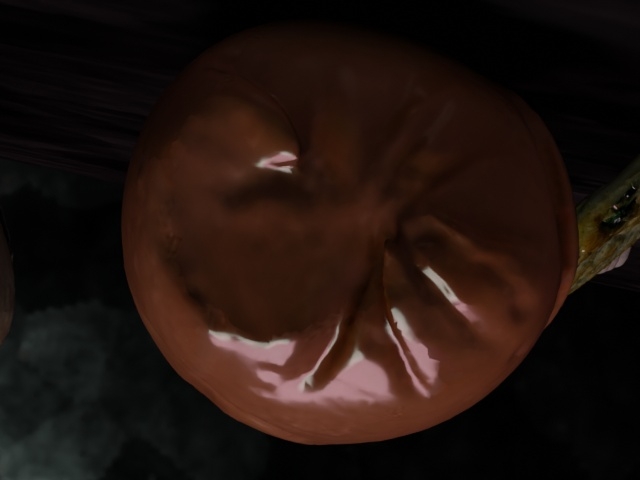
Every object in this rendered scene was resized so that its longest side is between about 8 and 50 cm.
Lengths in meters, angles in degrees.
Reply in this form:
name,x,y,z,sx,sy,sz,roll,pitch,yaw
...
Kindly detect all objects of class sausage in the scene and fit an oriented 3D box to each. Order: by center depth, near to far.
name,x,y,z,sx,sy,sz,roll,pitch,yaw
sausage,0.000,0.000,0.601,0.121,0.121,0.304,12,177,-3

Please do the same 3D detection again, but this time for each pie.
name,x,y,z,sx,sy,sz,roll,pitch,yaw
pie,0.095,-0.007,0.630,0.017,0.085,0.085,50,-171,13

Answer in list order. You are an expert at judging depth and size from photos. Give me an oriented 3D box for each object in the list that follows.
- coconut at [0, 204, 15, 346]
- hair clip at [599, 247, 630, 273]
name,x,y,z,sx,sy,sz,roll,pitch,yaw
coconut,-0.357,0.021,1.332,0.323,0.323,0.323,12,179,0
hair clip,0.112,-0.006,1.199,0.140,0.054,0.220,5,-179,17
